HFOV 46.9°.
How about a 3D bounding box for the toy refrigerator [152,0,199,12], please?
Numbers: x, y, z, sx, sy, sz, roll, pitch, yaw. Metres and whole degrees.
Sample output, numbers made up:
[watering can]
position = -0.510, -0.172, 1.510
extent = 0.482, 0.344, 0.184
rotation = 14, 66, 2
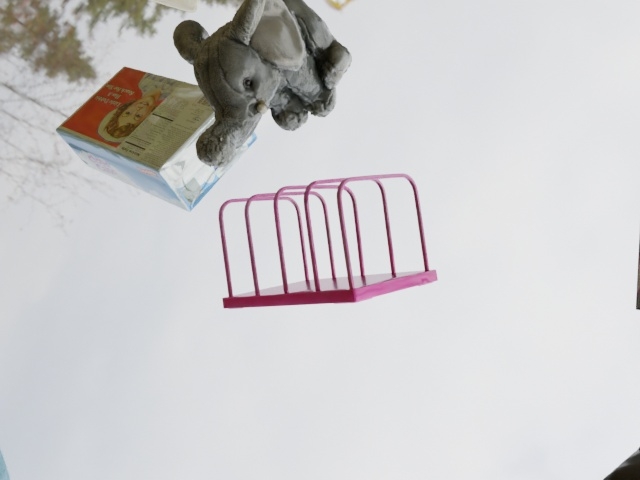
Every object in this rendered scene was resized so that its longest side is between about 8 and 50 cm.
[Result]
[toy refrigerator]
position = -0.169, -0.244, 0.556
extent = 0.269, 0.102, 0.094
rotation = 39, -64, 56

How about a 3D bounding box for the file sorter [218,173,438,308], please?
[file sorter]
position = 0.000, 0.000, 1.179
extent = 0.291, 0.202, 0.182
rotation = -8, -89, 44

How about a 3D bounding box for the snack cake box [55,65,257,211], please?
[snack cake box]
position = -0.240, -0.154, 1.065
extent = 0.264, 0.089, 0.152
rotation = 23, -115, 39

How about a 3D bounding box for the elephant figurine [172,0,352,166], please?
[elephant figurine]
position = -0.078, -0.199, 0.811
extent = 0.186, 0.239, 0.169
rotation = 40, -65, 17

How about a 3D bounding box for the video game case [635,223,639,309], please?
[video game case]
position = 0.743, 0.010, 1.473
extent = 0.196, 0.026, 0.274
rotation = 3, -90, 26

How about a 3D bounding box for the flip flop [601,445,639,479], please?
[flip flop]
position = 0.223, 0.142, 0.412
extent = 0.112, 0.080, 0.277
rotation = -29, -172, 46

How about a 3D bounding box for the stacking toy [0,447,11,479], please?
[stacking toy]
position = -0.270, 0.166, 0.345
extent = 0.130, 0.280, 0.308
rotation = -35, 140, -67
